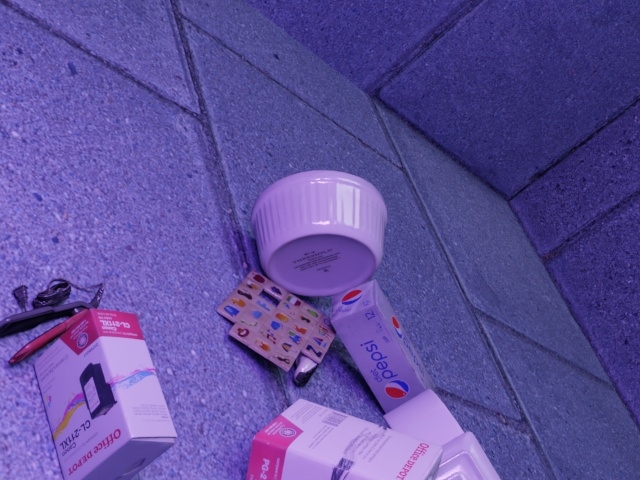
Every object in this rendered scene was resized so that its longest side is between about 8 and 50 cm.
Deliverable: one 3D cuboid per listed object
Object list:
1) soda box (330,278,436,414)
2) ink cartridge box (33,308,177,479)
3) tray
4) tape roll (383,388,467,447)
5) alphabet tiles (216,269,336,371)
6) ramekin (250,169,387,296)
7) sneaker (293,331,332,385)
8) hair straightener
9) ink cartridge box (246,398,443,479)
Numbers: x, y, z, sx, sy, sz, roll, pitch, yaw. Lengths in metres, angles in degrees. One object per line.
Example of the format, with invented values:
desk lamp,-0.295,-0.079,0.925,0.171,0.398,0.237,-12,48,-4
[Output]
soda box,0.124,0.219,1.626,0.286,0.098,0.091,59,17,-25
ink cartridge box,-0.258,0.189,1.009,0.072,0.127,0.175,17,39,-51
tray,0.154,0.414,1.290,0.145,0.270,0.030,59,-10,19
tape roll,0.221,0.403,1.467,0.286,0.100,0.286,59,-5,8
alphabet tiles,-0.074,0.146,1.504,0.198,0.009,0.237,33,23,2
ramekin,0.000,0.000,1.634,0.273,0.273,0.127,32,41,-38
sneaker,-0.033,0.202,1.528,0.075,0.057,0.161,33,24,5
hair straightener,-0.352,0.082,1.104,0.089,0.047,0.230,51,22,0
ink cartridge box,0.037,0.330,1.222,0.237,0.100,0.172,15,14,19
